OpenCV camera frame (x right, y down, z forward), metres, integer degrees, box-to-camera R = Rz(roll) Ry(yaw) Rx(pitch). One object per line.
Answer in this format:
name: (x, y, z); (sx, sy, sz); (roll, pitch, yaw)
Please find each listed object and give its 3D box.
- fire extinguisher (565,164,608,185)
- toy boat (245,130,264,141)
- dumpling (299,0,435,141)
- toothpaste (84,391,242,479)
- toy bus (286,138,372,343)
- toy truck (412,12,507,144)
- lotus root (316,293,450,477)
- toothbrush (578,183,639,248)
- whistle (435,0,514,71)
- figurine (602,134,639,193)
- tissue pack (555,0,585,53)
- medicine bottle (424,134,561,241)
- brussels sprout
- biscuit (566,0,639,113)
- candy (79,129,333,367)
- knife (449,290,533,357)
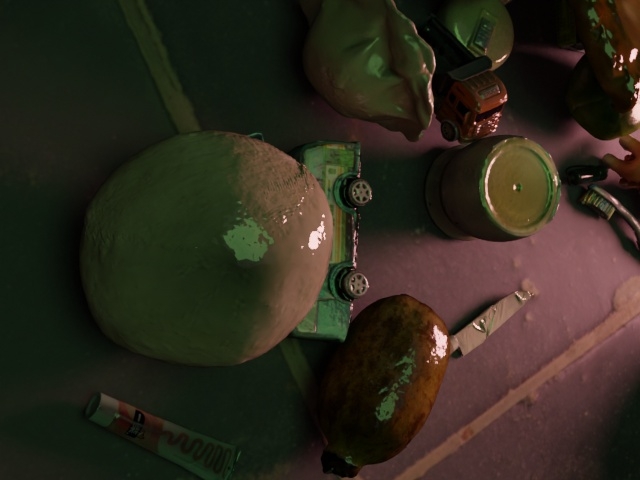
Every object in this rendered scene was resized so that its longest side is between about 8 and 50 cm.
fire extinguisher: (0.415, -0.105, 1.516); (0.083, 0.025, 0.038); (-12, 55, -31)
toy boat: (-0.103, -0.076, 1.185); (0.059, 0.066, 0.140); (32, 71, -21)
dumpling: (0.065, -0.239, 1.220); (0.147, 0.193, 0.258); (-38, 94, -21)
toothpaste: (-0.183, 0.236, 1.137); (0.205, 0.036, 0.056); (32, 70, -29)
toy bus: (0.000, 0.000, 1.230); (0.109, 0.091, 0.261); (5, 82, -23)
toy truck: (0.169, -0.226, 1.309); (0.083, 0.092, 0.192); (-26, 66, -30)
lotus root: (0.074, 0.189, 1.233); (0.145, 0.128, 0.260); (29, 67, 2)
toothbrush: (0.572, 0.032, 1.593); (0.413, 0.035, 0.042); (36, 91, -23)
whistle: (0.242, -0.346, 1.406); (0.126, 0.067, 0.258); (29, 70, -24)
figurine: (0.549, -0.081, 1.551); (0.195, 0.102, 0.111); (30, 105, -29)
tissue pack: (0.451, -0.413, 1.528); (0.173, 0.073, 0.235); (3, 86, -31)
medicine bottle: (0.238, -0.070, 1.340); (0.147, 0.143, 0.147); (1, 87, -25)
brussels sprout: (0.445, -0.229, 1.488); (0.155, 0.118, 0.155); (29, 53, -47)
biscuit: (0.446, -0.333, 1.385); (0.329, 0.078, 0.335); (16, 67, -41)
candy: (-0.123, 0.013, 1.071); (0.296, 0.185, 0.295); (-4, 104, -17)
knife: (0.204, 0.147, 1.379); (0.298, 0.017, 0.047); (-34, 110, -27)
